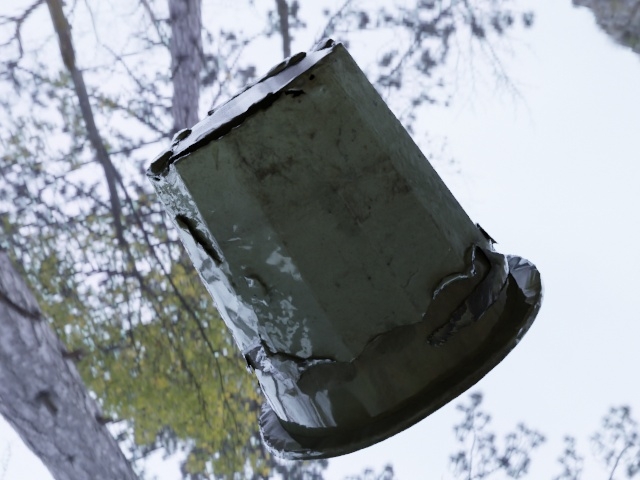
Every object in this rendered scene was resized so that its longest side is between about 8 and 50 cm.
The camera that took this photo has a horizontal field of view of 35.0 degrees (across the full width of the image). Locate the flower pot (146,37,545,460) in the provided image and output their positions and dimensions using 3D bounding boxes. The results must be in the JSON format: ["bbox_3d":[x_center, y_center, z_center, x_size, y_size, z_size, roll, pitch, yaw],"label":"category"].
[{"bbox_3d":[0.000,0.000,0.635,0.212,0.212,0.202,-43,-72,-25],"label":"flower pot"}]
